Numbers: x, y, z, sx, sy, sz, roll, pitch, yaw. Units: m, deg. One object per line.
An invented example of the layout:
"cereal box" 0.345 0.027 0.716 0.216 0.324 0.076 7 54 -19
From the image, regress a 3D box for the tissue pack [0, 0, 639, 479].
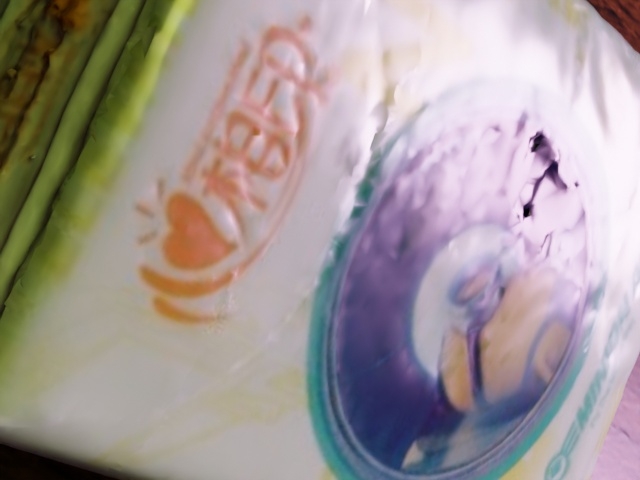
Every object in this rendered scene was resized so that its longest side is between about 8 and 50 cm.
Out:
"tissue pack" 0.007 -0.015 0.614 0.388 0.162 0.287 28 82 -46
